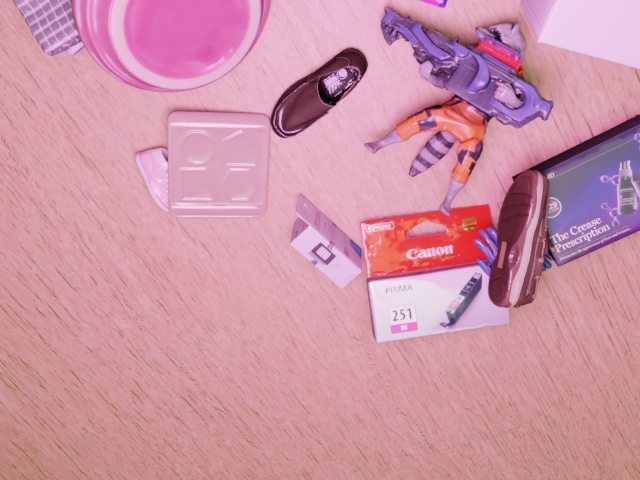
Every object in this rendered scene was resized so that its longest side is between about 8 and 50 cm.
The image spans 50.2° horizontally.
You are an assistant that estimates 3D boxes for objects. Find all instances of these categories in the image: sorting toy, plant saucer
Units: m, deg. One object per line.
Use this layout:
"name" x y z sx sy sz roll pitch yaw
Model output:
"sorting toy" -0.198 -0.146 1.332 0.192 0.038 0.209 0 112 -11
"plant saucer" -0.227 -0.375 1.113 0.331 0.084 0.332 -20 141 -17

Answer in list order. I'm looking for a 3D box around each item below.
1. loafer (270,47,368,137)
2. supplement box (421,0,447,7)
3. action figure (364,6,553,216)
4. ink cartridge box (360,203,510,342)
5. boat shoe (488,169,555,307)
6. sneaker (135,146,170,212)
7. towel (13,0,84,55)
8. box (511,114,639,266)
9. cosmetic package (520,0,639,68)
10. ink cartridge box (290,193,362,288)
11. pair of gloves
"loafer" -0.009 -0.267 1.253 0.220 0.078 0.080 -40 108 19
"supplement box" 0.115 -0.478 1.128 0.219 0.114 0.111 16 116 -7
"action figure" 0.229 -0.265 1.237 0.341 0.178 0.330 43 105 12
"ink cartridge box" 0.228 0.065 1.365 0.274 0.060 0.239 -8 97 -1
"boat shoe" 0.382 -0.001 1.259 0.095 0.095 0.258 5 108 -20
"sneaker" -0.305 -0.122 1.349 0.070 0.051 0.134 -18 110 16
"towel" -0.410 -0.470 1.145 0.283 0.121 0.235 -28 111 15
"box" 0.525 -0.094 1.289 0.261 0.103 0.184 -27 95 14
"cosmetic package" 0.535 -0.379 1.108 0.365 0.197 0.155 13 127 -3
"ink cartridge box" 0.000 0.000 1.370 0.180 0.104 0.060 42 112 -16
"pair of gloves" 0.386 0.018 1.348 0.159 0.198 0.023 57 150 -11
